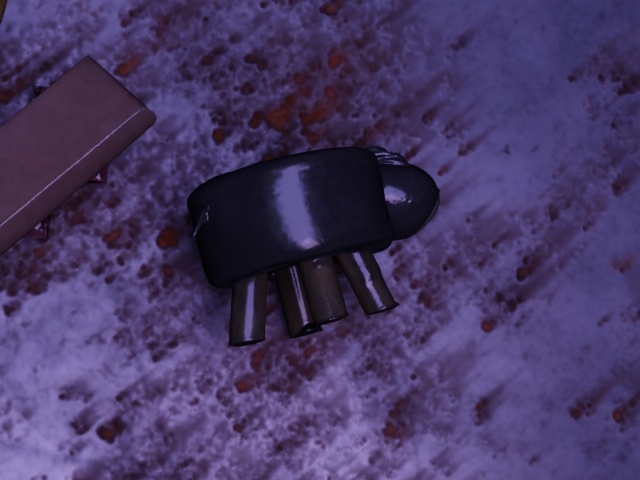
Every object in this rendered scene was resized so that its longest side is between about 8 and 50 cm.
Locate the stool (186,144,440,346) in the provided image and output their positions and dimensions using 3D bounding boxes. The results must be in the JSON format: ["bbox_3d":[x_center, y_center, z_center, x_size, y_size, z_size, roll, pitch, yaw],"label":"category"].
[{"bbox_3d":[0.004,-0.002,1.497,0.228,0.153,0.139,-13,85,-14],"label":"stool"}]

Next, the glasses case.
[{"bbox_3d":[-0.233,-0.061,1.505,0.193,0.070,0.102,-42,65,-13],"label":"glasses case"}]

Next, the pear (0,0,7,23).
[{"bbox_3d":[-0.373,-0.214,1.373,0.309,0.309,0.309,2,82,-13],"label":"pear"}]
